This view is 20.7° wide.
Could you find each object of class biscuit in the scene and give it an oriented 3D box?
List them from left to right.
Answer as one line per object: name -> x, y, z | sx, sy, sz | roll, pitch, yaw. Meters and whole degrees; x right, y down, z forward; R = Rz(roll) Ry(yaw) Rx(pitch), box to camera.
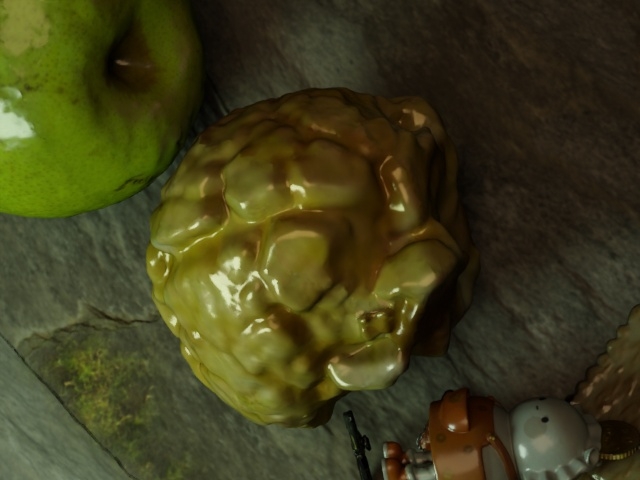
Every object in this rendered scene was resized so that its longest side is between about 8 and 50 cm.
biscuit -> 0.330, 0.243, 1.890 | 0.217, 0.044, 0.325 | 36, 90, 35

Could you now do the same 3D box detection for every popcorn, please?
popcorn -> -0.012, 0.005, 1.870 | 0.390, 0.354, 0.344 | -31, 30, 43

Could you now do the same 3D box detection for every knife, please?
knife -> 0.045, 0.228, 1.918 | 0.021, 0.222, 0.045 | -12, 58, 1

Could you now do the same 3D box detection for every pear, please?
pear -> -0.333, -0.211, 2.014 | 0.391, 0.391, 0.391 | -2, 81, 15

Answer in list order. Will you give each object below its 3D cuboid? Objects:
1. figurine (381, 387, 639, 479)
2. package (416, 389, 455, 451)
figurine -> 0.202, 0.230, 1.877 | 0.271, 0.143, 0.143 | 4, 83, 1
package -> 0.170, 0.223, 1.971 | 0.110, 0.033, 0.077 | 28, 111, 24
